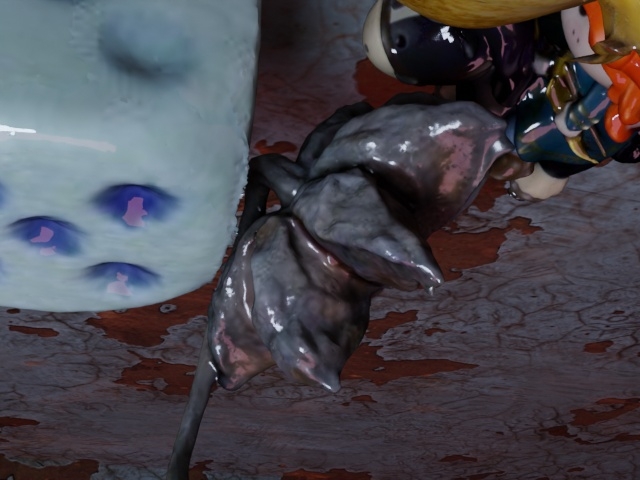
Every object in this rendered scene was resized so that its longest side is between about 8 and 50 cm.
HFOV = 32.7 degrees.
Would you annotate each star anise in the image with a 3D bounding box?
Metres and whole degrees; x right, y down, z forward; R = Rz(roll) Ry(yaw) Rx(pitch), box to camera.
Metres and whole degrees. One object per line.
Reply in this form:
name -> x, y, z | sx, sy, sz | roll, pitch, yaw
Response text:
star anise -> 0.000, 0.000, 0.816 | 0.139, 0.359, 0.316 | 34, 128, -16

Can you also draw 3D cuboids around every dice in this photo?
dice -> -0.192, -0.116, 0.798 | 0.262, 0.268, 0.264 | 6, 152, -13

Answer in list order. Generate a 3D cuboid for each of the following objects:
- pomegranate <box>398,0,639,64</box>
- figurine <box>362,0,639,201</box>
pomegranate -> 0.122, -0.238, 0.541 | 0.319, 0.319, 0.319 | -2, 152, -1
figurine -> 0.222, -0.152, 0.852 | 0.412, 0.241, 0.306 | -5, 135, 47
